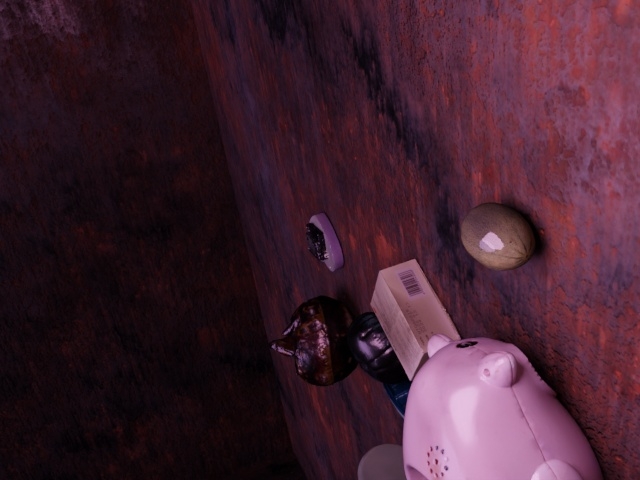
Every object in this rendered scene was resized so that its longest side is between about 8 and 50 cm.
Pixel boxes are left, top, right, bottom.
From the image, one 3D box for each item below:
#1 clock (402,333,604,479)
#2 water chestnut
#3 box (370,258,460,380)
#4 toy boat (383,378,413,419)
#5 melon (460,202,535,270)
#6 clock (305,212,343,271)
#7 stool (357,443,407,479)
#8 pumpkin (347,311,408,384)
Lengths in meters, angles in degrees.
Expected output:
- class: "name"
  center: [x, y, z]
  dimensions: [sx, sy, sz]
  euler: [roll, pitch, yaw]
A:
- class: "clock"
  center: [0.277, 0.358, 1.105]
  dimensions: [0.368, 0.251, 0.376]
  euler: [178, 74, -74]
- class: "water chestnut"
  center: [-0.019, 0.319, 2.034]
  dimensions: [0.300, 0.300, 0.299]
  euler: [162, 90, -74]
- class: "box"
  center: [0.202, 0.177, 1.445]
  dimensions: [0.168, 0.095, 0.212]
  euler: [100, 149, -56]
- class: "toy boat"
  center: [0.224, 0.395, 1.630]
  dimensions: [0.299, 0.096, 0.061]
  euler: [44, 157, 63]
- class: "melon"
  center: [0.271, -0.005, 1.005]
  dimensions: [0.130, 0.098, 0.098]
  euler: [-126, 23, -54]
- class: "clock"
  center: [0.000, 0.000, 1.993]
  dimensions: [0.198, 0.064, 0.172]
  euler: [-137, 32, -58]
- class: "stool"
  center: [0.191, 0.708, 1.848]
  dimensions: [0.195, 0.195, 0.198]
  euler: [27, 134, 22]
- class: "pumpkin"
  center: [0.154, 0.265, 1.628]
  dimensions: [0.202, 0.140, 0.202]
  euler: [48, 169, 12]
